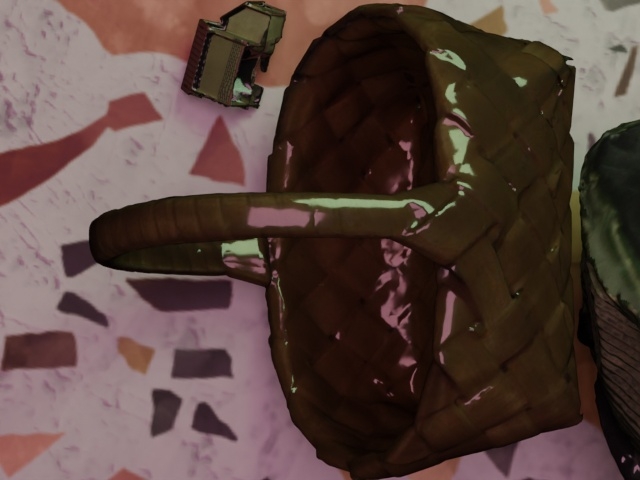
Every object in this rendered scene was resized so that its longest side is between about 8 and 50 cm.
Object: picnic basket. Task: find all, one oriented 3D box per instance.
[{"bbox_3d":[0.000,0.000,1.167,0.337,0.293,0.337,3,83,-28],"label":"picnic basket"}]

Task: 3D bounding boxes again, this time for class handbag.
[{"bbox_3d":[0.313,0.075,1.173,0.247,0.240,0.340,-12,43,-5],"label":"handbag"}]

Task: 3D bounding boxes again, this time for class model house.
[{"bbox_3d":[-0.071,-0.151,1.322,0.058,0.057,0.083,22,105,26],"label":"model house"}]
